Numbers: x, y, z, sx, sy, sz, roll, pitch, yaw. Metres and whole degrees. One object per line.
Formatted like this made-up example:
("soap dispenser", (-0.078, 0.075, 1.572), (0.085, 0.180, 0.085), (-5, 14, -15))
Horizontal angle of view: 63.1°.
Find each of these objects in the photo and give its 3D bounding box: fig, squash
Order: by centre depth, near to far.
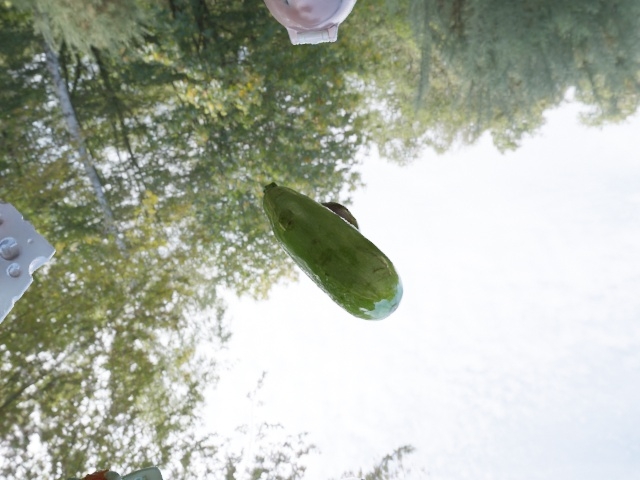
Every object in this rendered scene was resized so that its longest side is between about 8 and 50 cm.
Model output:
("squash", (-0.005, 0.000, 0.879), (0.118, 0.118, 0.370), (-27, -129, -26))
("fig", (0.065, 0.016, 1.231), (0.245, 0.149, 0.149), (35, -146, -10))

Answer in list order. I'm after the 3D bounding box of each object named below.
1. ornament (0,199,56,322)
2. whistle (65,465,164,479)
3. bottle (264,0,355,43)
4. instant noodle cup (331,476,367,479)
("ornament", (-0.729, 0.037, 0.998), (0.239, 0.239, 0.239), (-8, -138, 24))
("whistle", (-0.352, 0.413, 0.796), (0.106, 0.101, 0.253), (-6, 178, 38))
("bottle", (-0.012, -0.334, 0.653), (0.148, 0.147, 0.236), (-6, -146, 5))
("instant noodle cup", (-0.027, 0.401, 0.566), (0.214, 0.296, 0.296), (-7, -150, -18))
